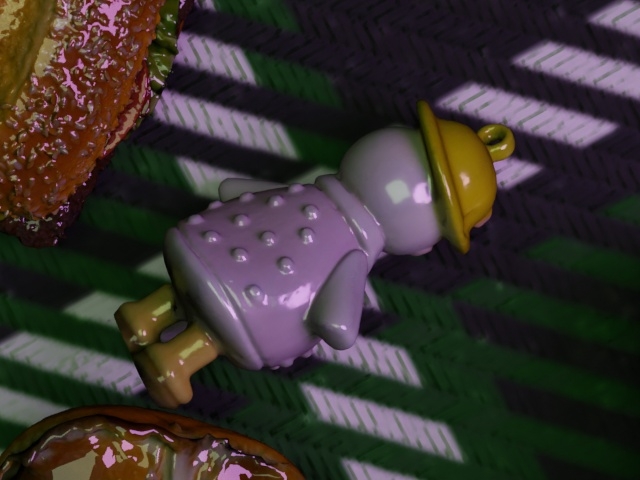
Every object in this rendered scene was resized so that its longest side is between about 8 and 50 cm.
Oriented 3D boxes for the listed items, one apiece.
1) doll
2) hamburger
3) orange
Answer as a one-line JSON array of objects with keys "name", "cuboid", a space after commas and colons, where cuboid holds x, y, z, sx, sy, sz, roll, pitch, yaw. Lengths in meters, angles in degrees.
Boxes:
[{"name": "doll", "cuboid": [0.000, 0.000, 0.905, 0.207, 0.129, 0.081, -30, 133, -7]}, {"name": "hamburger", "cuboid": [-0.143, -0.087, 0.915, 0.137, 0.087, 0.166, 28, 92, 3]}, {"name": "orange", "cuboid": [-0.079, 0.142, 0.900, 0.160, 0.112, 0.170, -23, 112, -8]}]
